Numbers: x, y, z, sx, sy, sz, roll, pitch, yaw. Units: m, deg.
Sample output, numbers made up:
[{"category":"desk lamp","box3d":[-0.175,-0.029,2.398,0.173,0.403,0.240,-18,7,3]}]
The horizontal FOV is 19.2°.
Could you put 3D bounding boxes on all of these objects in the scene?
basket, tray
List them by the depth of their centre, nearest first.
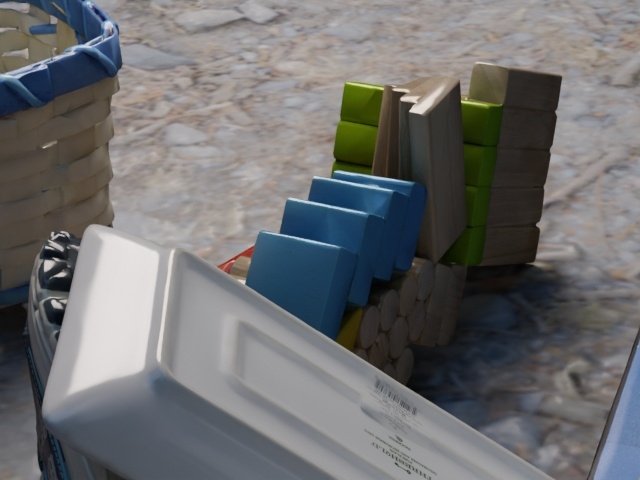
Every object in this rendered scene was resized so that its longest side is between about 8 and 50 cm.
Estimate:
[{"category":"tray","box3d":[0.024,0.088,0.704,0.270,0.030,0.145,33,22,-16]},{"category":"basket","box3d":[-0.232,-0.097,0.980,0.254,0.289,0.201,-17,30,-25]}]

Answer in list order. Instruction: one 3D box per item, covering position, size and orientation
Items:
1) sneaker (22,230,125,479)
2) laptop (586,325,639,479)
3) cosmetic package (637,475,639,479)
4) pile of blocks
[{"category":"sneaker","box3d":[-0.076,0.111,0.707,0.110,0.122,0.283,23,29,-34]},{"category":"laptop","box3d":[0.347,-0.043,0.883,0.382,0.408,0.236,6,-4,17]},{"category":"cosmetic package","box3d":[0.173,0.157,0.555,0.217,0.156,0.385,22,34,15]},{"category":"pile of blocks","box3d":[0.000,0.000,0.920,0.112,0.149,0.362,11,32,25]}]
